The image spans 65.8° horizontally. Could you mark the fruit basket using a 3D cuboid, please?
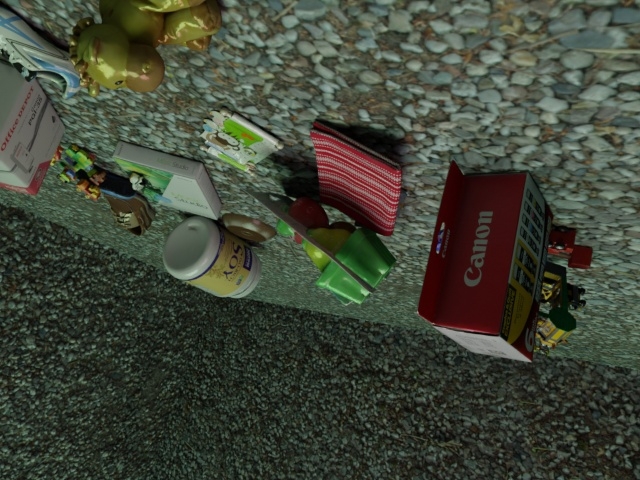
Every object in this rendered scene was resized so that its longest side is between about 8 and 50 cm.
[{"bbox_3d":[0.000,0.000,1.164,0.353,0.165,0.327,32,-171,10],"label":"fruit basket"}]

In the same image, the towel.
[{"bbox_3d":[0.070,-0.112,1.010,0.199,0.031,0.275,31,161,16],"label":"towel"}]

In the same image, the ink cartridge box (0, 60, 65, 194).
[{"bbox_3d":[-0.716,-0.250,1.136,0.117,0.207,0.283,18,164,-9],"label":"ink cartridge box"}]

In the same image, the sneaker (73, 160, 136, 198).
[{"bbox_3d":[-0.698,-0.187,1.588,0.209,0.069,0.082,24,166,-26],"label":"sneaker"}]

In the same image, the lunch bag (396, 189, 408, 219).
[{"bbox_3d":[0.151,-0.081,1.118,0.053,0.071,0.083,31,160,-21],"label":"lunch bag"}]

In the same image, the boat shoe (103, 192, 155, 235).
[{"bbox_3d":[-0.691,-0.098,1.789,0.123,0.116,0.324,14,164,8],"label":"boat shoe"}]

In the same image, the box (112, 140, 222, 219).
[{"bbox_3d":[-0.424,-0.162,1.423,0.232,0.058,0.322,15,163,4],"label":"box"}]

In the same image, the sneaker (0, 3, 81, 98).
[{"bbox_3d":[-0.538,-0.343,0.880,0.237,0.086,0.085,30,161,-37],"label":"sneaker"}]

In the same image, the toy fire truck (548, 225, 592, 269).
[{"bbox_3d":[0.514,0.010,1.116,0.192,0.047,0.135,11,165,20],"label":"toy fire truck"}]

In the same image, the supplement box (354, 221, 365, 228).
[{"bbox_3d":[0.121,-0.062,1.261,0.055,0.043,0.083,16,165,-1],"label":"supplement box"}]

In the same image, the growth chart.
[{"bbox_3d":[-0.183,-0.214,1.089,0.172,0.021,0.237,24,162,-21],"label":"growth chart"}]

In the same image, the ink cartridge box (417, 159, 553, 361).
[{"bbox_3d":[0.319,0.039,0.924,0.130,0.309,0.272,2,159,39],"label":"ink cartridge box"}]

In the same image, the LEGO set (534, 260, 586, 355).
[{"bbox_3d":[0.423,0.145,1.179,0.331,0.255,0.192,13,138,1],"label":"LEGO set"}]

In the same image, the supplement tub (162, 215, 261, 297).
[{"bbox_3d":[-0.395,0.075,1.862,0.241,0.241,0.331,6,162,31],"label":"supplement tub"}]

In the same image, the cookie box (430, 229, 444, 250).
[{"bbox_3d":[0.355,0.009,1.276,0.107,0.040,0.092,19,162,-11],"label":"cookie box"}]

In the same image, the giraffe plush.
[{"bbox_3d":[-0.257,-0.278,0.666,0.210,0.170,0.181,14,164,8],"label":"giraffe plush"}]

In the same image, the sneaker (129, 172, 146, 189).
[{"bbox_3d":[-0.497,-0.156,1.361,0.037,0.032,0.083,18,165,-3],"label":"sneaker"}]

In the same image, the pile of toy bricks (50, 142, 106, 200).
[{"bbox_3d":[-0.703,-0.227,1.441,0.105,0.118,0.212,-26,125,26],"label":"pile of toy bricks"}]

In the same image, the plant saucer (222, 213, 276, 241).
[{"bbox_3d":[-0.251,-0.038,1.717,0.198,0.036,0.198,14,165,4],"label":"plant saucer"}]
